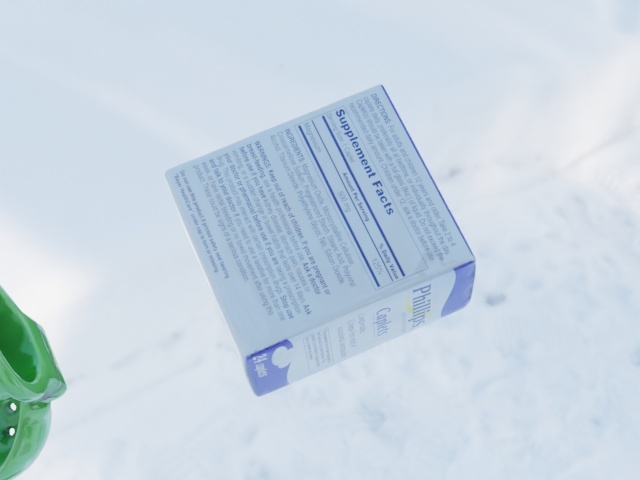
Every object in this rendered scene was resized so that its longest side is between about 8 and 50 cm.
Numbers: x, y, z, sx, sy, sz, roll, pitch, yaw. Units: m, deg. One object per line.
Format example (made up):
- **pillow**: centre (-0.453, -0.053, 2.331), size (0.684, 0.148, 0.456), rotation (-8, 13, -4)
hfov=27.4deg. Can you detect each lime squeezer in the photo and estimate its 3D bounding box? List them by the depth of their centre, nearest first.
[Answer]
- **lime squeezer**: centre (-0.148, 0.048, 0.483), size (0.109, 0.310, 0.059), rotation (4, 55, -21)

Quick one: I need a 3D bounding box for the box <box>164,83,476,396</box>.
- **box**: centre (0.000, 0.000, 0.741), size (0.137, 0.072, 0.126), rotation (-22, 64, -6)
